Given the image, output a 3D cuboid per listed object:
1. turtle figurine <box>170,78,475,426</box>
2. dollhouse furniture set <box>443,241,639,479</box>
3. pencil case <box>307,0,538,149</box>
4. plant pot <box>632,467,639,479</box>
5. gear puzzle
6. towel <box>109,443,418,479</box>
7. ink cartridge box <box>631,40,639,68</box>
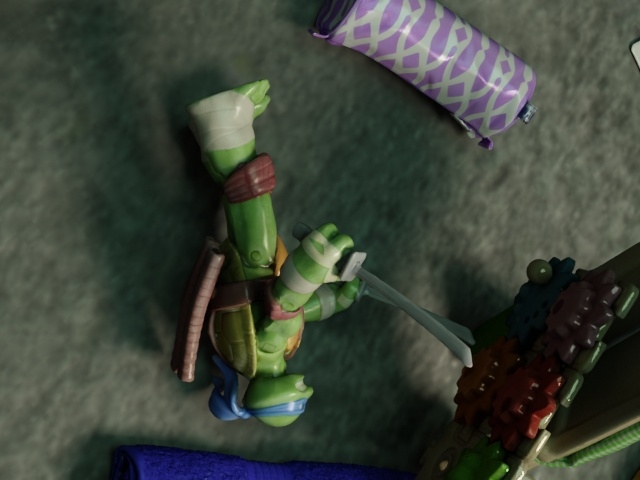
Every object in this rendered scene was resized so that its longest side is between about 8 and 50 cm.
[{"bbox_3d":[0.000,0.000,1.279,0.198,0.274,0.266,-15,86,-61],"label":"turtle figurine"},{"bbox_3d":[0.250,0.131,1.302,0.151,0.301,0.198,32,51,-17],"label":"dollhouse furniture set"},{"bbox_3d":[0.095,-0.167,1.407,0.206,0.086,0.088,32,99,-18],"label":"pencil case"},{"bbox_3d":[0.410,0.284,1.448,0.205,0.188,0.205,3,83,-26],"label":"plant pot"},{"bbox_3d":[0.119,0.157,1.266,0.044,0.175,0.339,34,87,-16],"label":"gear puzzle"},{"bbox_3d":[-0.031,0.292,1.292,0.308,0.076,0.228,9,81,-25],"label":"towel"},{"bbox_3d":[0.409,-0.190,1.573,0.181,0.061,0.104,-30,97,-26],"label":"ink cartridge box"}]
